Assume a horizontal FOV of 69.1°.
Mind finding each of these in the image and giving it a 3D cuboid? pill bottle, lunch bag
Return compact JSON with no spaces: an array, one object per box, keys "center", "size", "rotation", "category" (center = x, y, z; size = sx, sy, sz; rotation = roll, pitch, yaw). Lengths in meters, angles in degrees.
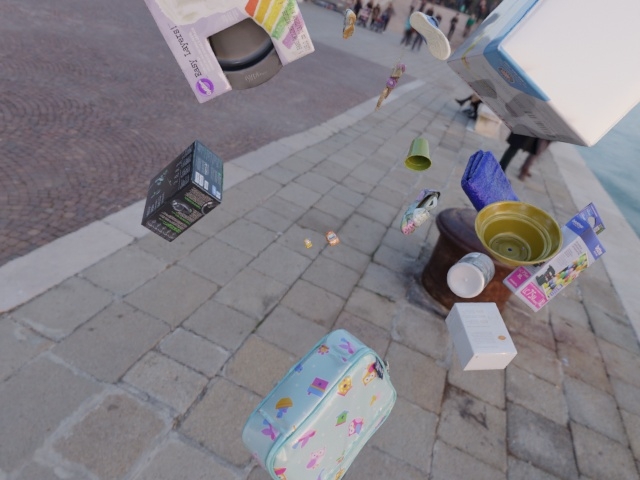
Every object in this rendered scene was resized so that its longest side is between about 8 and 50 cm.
[{"center":[0.558,0.116,1.698],"size":[0.130,0.130,0.245],"rotation":[32,25,23],"category":"pill bottle"},{"center":[0.016,0.313,0.833],"size":[0.279,0.224,0.108],"rotation":[-43,39,-20],"category":"lunch bag"}]

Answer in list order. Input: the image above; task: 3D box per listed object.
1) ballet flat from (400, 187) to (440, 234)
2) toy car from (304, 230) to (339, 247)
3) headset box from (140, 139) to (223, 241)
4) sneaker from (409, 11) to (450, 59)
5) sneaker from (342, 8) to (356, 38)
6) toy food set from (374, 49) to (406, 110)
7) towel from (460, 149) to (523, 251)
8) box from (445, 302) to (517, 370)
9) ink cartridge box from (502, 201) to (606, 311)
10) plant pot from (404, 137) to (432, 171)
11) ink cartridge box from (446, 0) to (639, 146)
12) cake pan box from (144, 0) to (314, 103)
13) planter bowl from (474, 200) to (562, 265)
[{"center":[0.351,-0.106,1.601],"size":[0.079,0.077,0.221],"rotation":[-4,39,47],"category":"ballet flat"},{"center":[0.000,0.000,1.522],"size":[0.122,0.041,0.060],"rotation":[-18,28,11],"category":"toy car"},{"center":[-0.484,-0.166,1.624],"size":[0.131,0.283,0.246],"rotation":[39,28,-38],"category":"headset box"},{"center":[0.311,-0.560,1.274],"size":[0.152,0.058,0.084],"rotation":[51,38,6],"category":"sneaker"},{"center":[0.078,-0.606,1.300],"size":[0.031,0.083,0.037],"rotation":[-13,65,-19],"category":"sneaker"},{"center":[0.152,-0.328,0.962],"size":[0.019,0.122,0.078],"rotation":[30,66,3],"category":"toy food set"},{"center":[0.569,-0.124,1.478],"size":[0.308,0.076,0.228],"rotation":[49,43,-16],"category":"towel"},{"center":[0.453,0.272,1.328],"size":[0.130,0.091,0.170],"rotation":[1,47,-10],"category":"box"},{"center":[0.668,0.054,1.287],"size":[0.185,0.311,0.065],"rotation":[31,15,-43],"category":"ink cartridge box"},{"center":[0.299,-0.266,1.413],"size":[0.083,0.083,0.079],"rotation":[15,63,-7],"category":"plant pot"},{"center":[0.363,-0.295,0.729],"size":[0.198,0.197,0.270],"rotation":[41,13,-11],"category":"ink cartridge box"},{"center":[-0.168,-0.411,0.836],"size":[0.245,0.267,0.070],"rotation":[-21,29,5],"category":"cake pan box"},{"center":[0.513,0.001,1.234],"size":[0.217,0.090,0.217],"rotation":[-2,50,2],"category":"planter bowl"}]
